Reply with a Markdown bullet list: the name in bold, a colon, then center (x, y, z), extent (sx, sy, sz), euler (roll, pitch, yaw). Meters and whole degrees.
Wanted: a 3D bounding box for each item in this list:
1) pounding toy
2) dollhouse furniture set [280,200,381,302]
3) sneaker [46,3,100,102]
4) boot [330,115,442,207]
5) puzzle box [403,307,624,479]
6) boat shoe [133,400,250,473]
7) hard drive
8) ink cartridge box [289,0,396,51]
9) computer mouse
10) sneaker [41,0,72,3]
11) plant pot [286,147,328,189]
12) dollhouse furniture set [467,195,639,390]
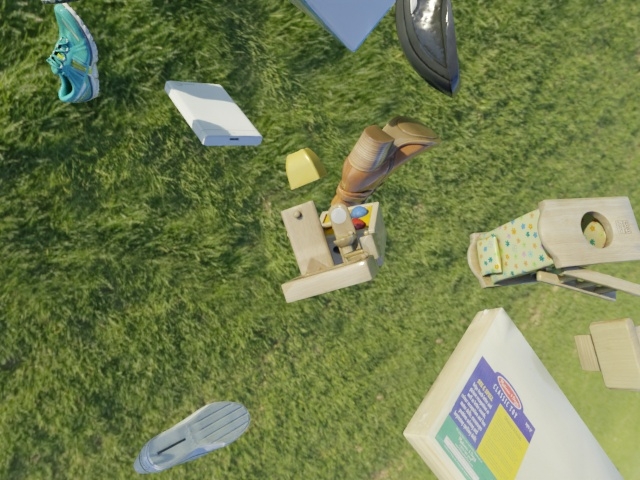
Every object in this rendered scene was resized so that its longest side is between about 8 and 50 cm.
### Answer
- **pounding toy**: center (0.034, -0.011, 0.780), extent (0.141, 0.130, 0.100), euler (-9, 118, 17)
- **dollhouse furniture set**: center (0.000, 0.000, 0.609), extent (0.144, 0.151, 0.123), euler (-18, 91, 19)
- **sneaker**: center (-0.657, -0.481, 1.167), extent (0.110, 0.107, 0.275), euler (-35, 158, -38)
- **boot**: center (0.158, -0.175, 1.073), extent (0.284, 0.109, 0.220), euler (-26, 153, -42)
- **puzzle box**: center (0.326, 0.345, 0.694), extent (0.272, 0.052, 0.408), euler (-41, 98, -35)
- **boat shoe**: center (-0.239, 0.364, 0.827), extent (0.076, 0.083, 0.226), euler (-38, 156, 34)
- **hard drive**: center (-0.400, -0.476, 1.646), extent (0.233, 0.353, 0.047), euler (-11, 142, -40)
- **ink cartridge box**: center (0.005, -0.534, 0.810), extent (0.198, 0.270, 0.197), euler (-48, 147, 16)
- **computer mouse**: center (0.115, -0.287, 0.502), extent (0.060, 0.184, 0.261), euler (-7, 100, 18)
- **sneaker**: center (-0.467, -0.487, 0.768), extent (0.110, 0.283, 0.122), euler (-37, 138, -36)
- **plant pot**: center (-0.042, -0.185, 1.110), extent (0.081, 0.081, 0.083), euler (-19, 100, 21)
- **dollhouse furniture set**: center (0.210, 0.064, 0.439), extent (0.101, 0.160, 0.182), euler (-4, 165, -16)
